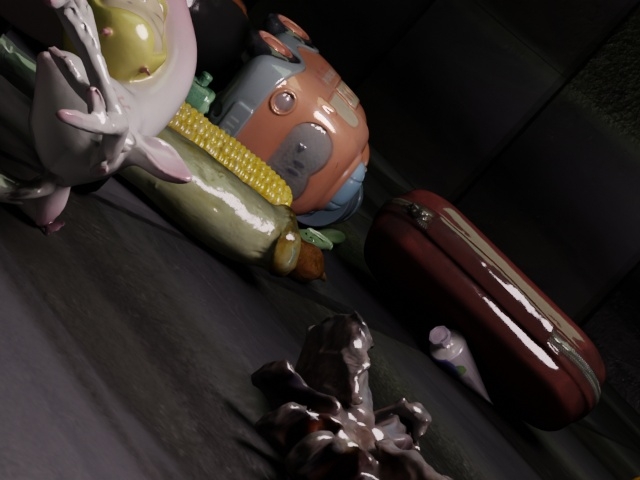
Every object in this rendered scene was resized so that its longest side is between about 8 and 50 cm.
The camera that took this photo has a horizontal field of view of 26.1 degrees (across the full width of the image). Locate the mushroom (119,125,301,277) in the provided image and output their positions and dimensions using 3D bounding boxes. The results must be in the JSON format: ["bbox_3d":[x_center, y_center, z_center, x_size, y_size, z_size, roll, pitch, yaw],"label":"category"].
[{"bbox_3d":[-0.149,-0.066,1.437,0.312,0.081,0.100,36,9,-14],"label":"mushroom"}]

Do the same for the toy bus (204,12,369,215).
[{"bbox_3d":[-0.043,-0.139,1.758,0.232,0.194,0.288,40,17,-7],"label":"toy bus"}]

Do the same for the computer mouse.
[{"bbox_3d":[-0.228,-0.298,1.792,0.323,0.183,0.116,31,17,-27],"label":"computer mouse"}]

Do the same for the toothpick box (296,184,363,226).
[{"bbox_3d":[0.004,-0.071,2.014,0.101,0.101,0.153,43,6,5],"label":"toothpick box"}]

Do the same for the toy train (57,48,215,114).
[{"bbox_3d":[-0.209,-0.186,1.585,0.194,0.125,0.081,40,13,-10],"label":"toy train"}]

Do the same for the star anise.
[{"bbox_3d":[0.038,0.157,1.086,0.198,0.110,0.257,39,16,-19],"label":"star anise"}]

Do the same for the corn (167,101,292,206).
[{"bbox_3d":[-0.140,-0.091,1.533,0.244,0.093,0.093,39,10,-15],"label":"corn"}]

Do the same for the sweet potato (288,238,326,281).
[{"bbox_3d":[-0.017,0.030,1.657,0.049,0.049,0.117,48,4,32],"label":"sweet potato"}]

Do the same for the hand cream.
[{"bbox_3d":[0.189,0.167,1.903,0.142,0.053,0.084,55,-1,-43],"label":"hand cream"}]

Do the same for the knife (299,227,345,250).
[{"bbox_3d":[0.001,-0.002,1.945,0.043,0.020,0.293,41,9,12],"label":"knife"}]

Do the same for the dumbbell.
[{"bbox_3d":[-0.251,-0.138,1.253,0.191,0.100,0.100,39,10,-13],"label":"dumbbell"}]

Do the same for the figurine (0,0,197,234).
[{"bbox_3d":[-0.219,-0.143,1.046,0.284,0.206,0.316,48,20,-40],"label":"figurine"}]

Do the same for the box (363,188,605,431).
[{"bbox_3d":[0.226,0.099,1.930,0.404,0.108,0.263,45,-16,8],"label":"box"}]

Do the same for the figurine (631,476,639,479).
[{"bbox_3d":[0.466,0.367,1.871,0.121,0.122,0.176,37,11,-16],"label":"figurine"}]
